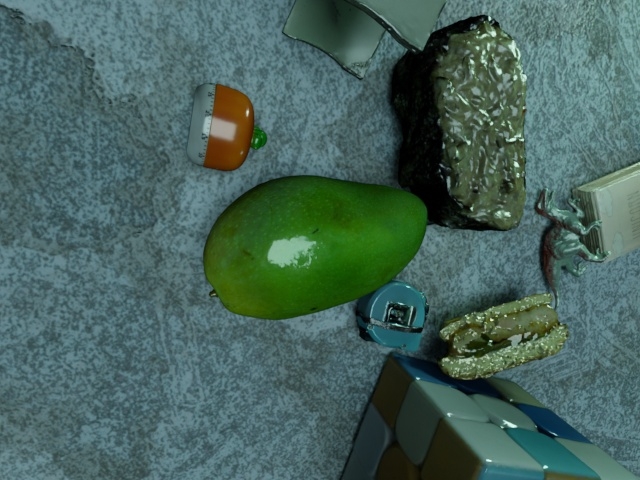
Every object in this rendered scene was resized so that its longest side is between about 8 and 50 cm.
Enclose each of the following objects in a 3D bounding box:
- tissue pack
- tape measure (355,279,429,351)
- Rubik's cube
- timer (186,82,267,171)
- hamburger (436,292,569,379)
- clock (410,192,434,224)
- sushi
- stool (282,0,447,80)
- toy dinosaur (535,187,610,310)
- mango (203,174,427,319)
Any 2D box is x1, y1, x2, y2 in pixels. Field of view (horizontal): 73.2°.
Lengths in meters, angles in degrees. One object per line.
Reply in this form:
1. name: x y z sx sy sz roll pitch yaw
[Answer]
1. tissue pack: 0.711 -0.088 0.927 0.325 0.071 0.170 -21 108 -9
2. tape measure: 0.138 0.140 0.828 0.146 0.081 0.125 14 87 -17
3. Rubik's cube: 0.276 0.461 0.791 0.347 0.347 0.344 18 98 -18
4. timer: -0.146 -0.175 0.685 0.136 0.099 0.136 -9 116 -18
5. hamburger: 0.348 0.202 0.868 0.262 0.131 0.124 -14 69 -6
6. clock: 0.209 -0.071 0.833 0.085 0.017 0.085 -3 102 -13
7. sushi: 0.242 -0.184 0.729 0.211 0.171 0.350 -12 100 -14
8. stool: 0.087 -0.407 0.614 0.170 0.243 0.269 25 94 -17
9. toy dinosaur: 0.503 0.027 0.909 0.167 0.053 0.242 18 111 8
10. mango: 0.000 0.000 0.702 0.382 0.201 0.225 -14 95 -14
